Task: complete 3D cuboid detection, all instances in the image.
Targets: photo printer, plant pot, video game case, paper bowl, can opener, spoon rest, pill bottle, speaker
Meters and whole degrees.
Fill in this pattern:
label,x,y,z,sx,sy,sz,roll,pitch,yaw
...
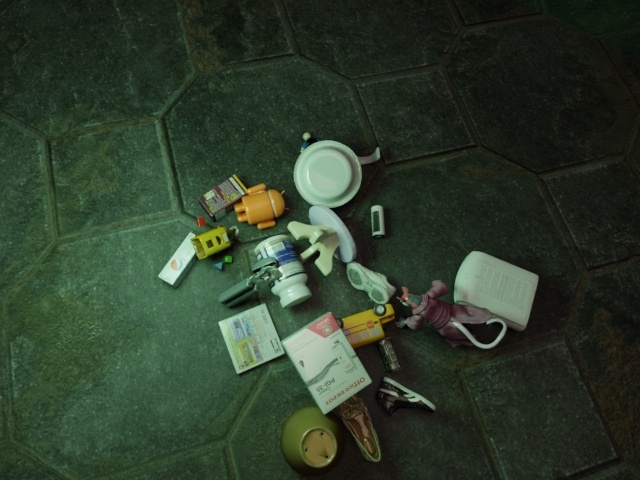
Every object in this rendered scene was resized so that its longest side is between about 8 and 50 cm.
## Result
label,x,y,z,sx,sy,sz,roll,pitch,yaw
photo printer,0.710,0.199,1.799,0.308,0.107,0.255,22,70,4
plant pot,-0.017,0.687,1.479,0.238,0.254,0.236,2,71,-5
video game case,-0.266,0.376,1.690,0.194,0.023,0.212,-21,74,-12
paper bowl,0.030,-0.276,1.837,0.285,0.148,0.283,0,95,-1
can opener,-0.269,0.157,1.676,0.284,0.076,0.095,-30,43,24
spoon rest,0.123,-0.378,1.962,0.277,0.084,0.137,2,66,-6
pill bottle,-0.144,0.123,1.723,0.153,0.153,0.264,-22,74,-12
speaker,0.248,-0.080,1.885,0.055,0.055,0.136,2,70,-5

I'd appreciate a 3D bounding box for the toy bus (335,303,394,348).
label,x,y,z,sx,sy,sz,roll,pitch,yaw
toy bus,0.130,0.349,1.690,0.333,0.108,0.130,-16,73,-11

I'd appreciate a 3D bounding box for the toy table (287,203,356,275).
label,x,y,z,sx,sy,sz,roll,pitch,yaw
toy table,0.000,0.000,1.752,0.161,0.252,0.274,-31,64,-32

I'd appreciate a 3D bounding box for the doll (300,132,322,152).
label,x,y,z,sx,sy,sz,roll,pitch,yaw
doll,-0.031,-0.412,1.982,0.129,0.046,0.188,-18,72,-20

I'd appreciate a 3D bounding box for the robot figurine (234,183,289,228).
label,x,y,z,sx,sy,sz,roll,pitch,yaw
robot figurine,-0.244,-0.138,1.824,0.220,0.128,0.157,-17,70,-10

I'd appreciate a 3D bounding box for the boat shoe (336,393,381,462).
label,x,y,z,sx,sy,sz,roll,pitch,yaw
boat shoe,0.142,0.659,1.590,0.105,0.089,0.285,-28,75,-13

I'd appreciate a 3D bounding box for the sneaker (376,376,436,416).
label,x,y,z,sx,sy,sz,roll,pitch,yaw
sneaker,0.310,0.616,1.634,0.217,0.079,0.121,27,73,13

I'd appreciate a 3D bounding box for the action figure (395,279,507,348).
label,x,y,z,sx,sy,sz,roll,pitch,yaw
action figure,0.446,0.293,1.645,0.371,0.275,0.247,26,97,-14

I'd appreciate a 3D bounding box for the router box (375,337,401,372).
label,x,y,z,sx,sy,sz,roll,pitch,yaw
router box,0.259,0.440,1.678,0.038,0.092,0.122,-17,72,-11

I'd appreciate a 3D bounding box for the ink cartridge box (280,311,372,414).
label,x,y,z,sx,sy,sz,roll,pitch,yaw
ink cartridge box,0.020,0.426,1.540,0.207,0.117,0.282,-30,86,-13

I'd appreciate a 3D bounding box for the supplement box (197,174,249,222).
label,x,y,z,sx,sy,sz,roll,pitch,yaw
supplement box,-0.406,-0.177,1.845,0.188,0.080,0.104,-36,78,-16

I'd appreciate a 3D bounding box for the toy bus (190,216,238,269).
label,x,y,z,sx,sy,sz,roll,pitch,yaw
toy bus,-0.402,-0.002,1.724,0.191,0.104,0.202,27,65,-33

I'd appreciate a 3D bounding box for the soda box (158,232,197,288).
label,x,y,z,sx,sy,sz,roll,pitch,yaw
soda box,-0.547,0.079,1.744,0.069,0.074,0.216,30,71,5

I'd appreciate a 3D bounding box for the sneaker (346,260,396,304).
label,x,y,z,sx,sy,sz,roll,pitch,yaw
sneaker,0.207,0.162,1.789,0.232,0.090,0.115,42,41,22
